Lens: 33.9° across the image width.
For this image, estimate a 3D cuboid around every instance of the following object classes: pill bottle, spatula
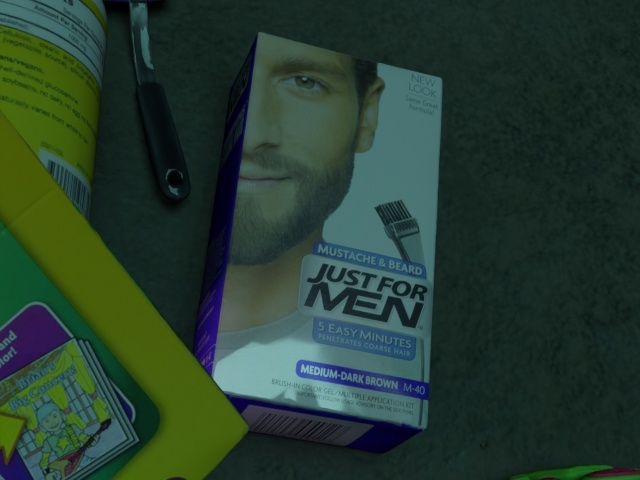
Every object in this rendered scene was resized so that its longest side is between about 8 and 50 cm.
[{"bbox_3d":[-0.269,-0.119,0.830,0.188,0.188,0.333,8,65,-17],"label":"pill bottle"},{"bbox_3d":[-0.163,-0.168,0.978,0.084,0.030,0.296,-7,70,-25],"label":"spatula"}]

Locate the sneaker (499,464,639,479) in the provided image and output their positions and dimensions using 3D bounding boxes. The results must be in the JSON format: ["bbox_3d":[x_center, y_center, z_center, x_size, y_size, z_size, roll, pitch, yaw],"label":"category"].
[{"bbox_3d":[0.156,0.313,0.833,0.483,0.185,0.202,-16,92,-22],"label":"sneaker"}]

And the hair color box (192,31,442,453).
[{"bbox_3d":[0.000,0.000,0.924,0.185,0.110,0.338,12,63,-14],"label":"hair color box"}]

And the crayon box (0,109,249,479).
[{"bbox_3d":[-0.273,0.120,0.622,0.363,0.106,0.313,-43,113,-20],"label":"crayon box"}]
